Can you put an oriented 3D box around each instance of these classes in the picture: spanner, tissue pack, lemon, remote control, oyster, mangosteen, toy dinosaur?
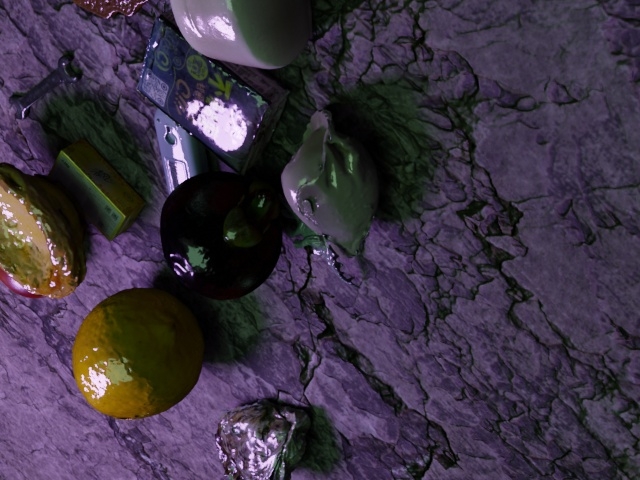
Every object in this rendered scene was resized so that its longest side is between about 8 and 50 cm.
[{"bbox_3d":[-0.516,-0.280,1.989,0.254,0.015,0.054,-21,107,47],"label":"spanner"},{"bbox_3d":[-0.174,-0.236,1.686,0.235,0.073,0.173,38,139,10],"label":"tissue pack"},{"bbox_3d":[-0.355,0.220,2.067,0.253,0.253,0.310,46,140,2],"label":"lemon"},{"bbox_3d":[-0.234,-0.129,1.842,0.087,0.047,0.244,18,130,34],"label":"remote control"},{"bbox_3d":[-0.112,0.410,2.130,0.268,0.112,0.198,0,100,50],"label":"oyster"},{"bbox_3d":[-0.421,-0.096,2.017,0.176,0.062,0.095,46,138,4],"label":"tissue pack"},{"bbox_3d":[-0.151,-0.021,1.741,0.216,0.216,0.216,23,134,26],"label":"mangosteen"},{"bbox_3d":[-0.001,0.002,1.749,0.209,0.039,0.082,52,138,-6],"label":"toy dinosaur"}]

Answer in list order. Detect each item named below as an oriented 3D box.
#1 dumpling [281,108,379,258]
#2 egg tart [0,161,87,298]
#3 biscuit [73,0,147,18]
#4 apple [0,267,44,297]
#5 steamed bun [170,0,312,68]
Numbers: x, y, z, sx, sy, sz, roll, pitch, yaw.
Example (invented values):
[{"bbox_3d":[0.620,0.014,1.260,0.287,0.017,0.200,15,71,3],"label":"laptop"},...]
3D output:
[{"bbox_3d":[0.005,-0.089,1.626,0.172,0.142,0.247,-127,27,-53],"label":"dumpling"},{"bbox_3d":[-0.537,-0.029,2.030,0.294,0.123,0.294,25,134,29],"label":"egg tart"},{"bbox_3d":[-0.329,-0.440,1.689,0.215,0.034,0.182,7,126,35],"label":"biscuit"},{"bbox_3d":[-0.594,0.032,2.195,0.158,0.147,0.156,21,108,12],"label":"apple"},{"bbox_3d":[-0.115,-0.352,1.474,0.146,0.164,0.241,16,132,33],"label":"steamed bun"}]
